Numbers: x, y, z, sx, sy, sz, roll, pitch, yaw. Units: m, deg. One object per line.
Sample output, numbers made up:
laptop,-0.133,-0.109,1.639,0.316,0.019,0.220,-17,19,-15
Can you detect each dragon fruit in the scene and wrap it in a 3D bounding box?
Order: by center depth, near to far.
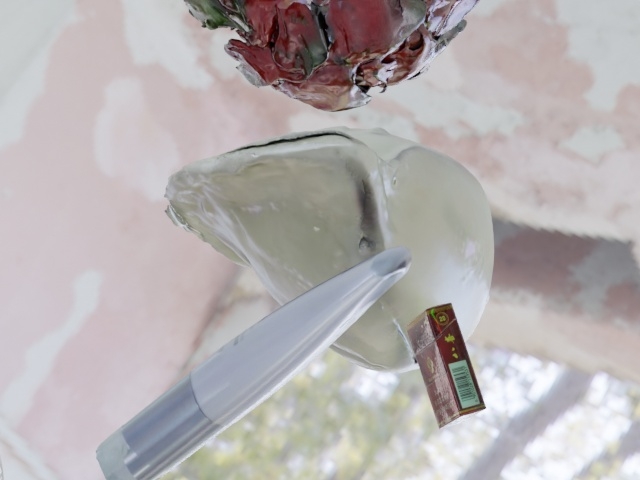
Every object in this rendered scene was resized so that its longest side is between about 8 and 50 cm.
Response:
dragon fruit,0.019,-0.179,1.093,0.182,0.188,0.182,21,-29,12

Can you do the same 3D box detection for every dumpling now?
dumpling,0.000,0.000,1.540,0.316,0.233,0.395,1,-17,20

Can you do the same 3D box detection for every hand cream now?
hand cream,-0.043,0.083,1.070,0.255,0.079,0.048,-37,-90,19

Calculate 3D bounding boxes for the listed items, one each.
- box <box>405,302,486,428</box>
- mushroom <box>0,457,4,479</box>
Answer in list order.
box,0.090,0.091,1.177,0.051,0.023,0.082,132,-58,-67
mushroom,-0.400,0.208,1.219,0.292,0.290,0.292,26,-5,2
